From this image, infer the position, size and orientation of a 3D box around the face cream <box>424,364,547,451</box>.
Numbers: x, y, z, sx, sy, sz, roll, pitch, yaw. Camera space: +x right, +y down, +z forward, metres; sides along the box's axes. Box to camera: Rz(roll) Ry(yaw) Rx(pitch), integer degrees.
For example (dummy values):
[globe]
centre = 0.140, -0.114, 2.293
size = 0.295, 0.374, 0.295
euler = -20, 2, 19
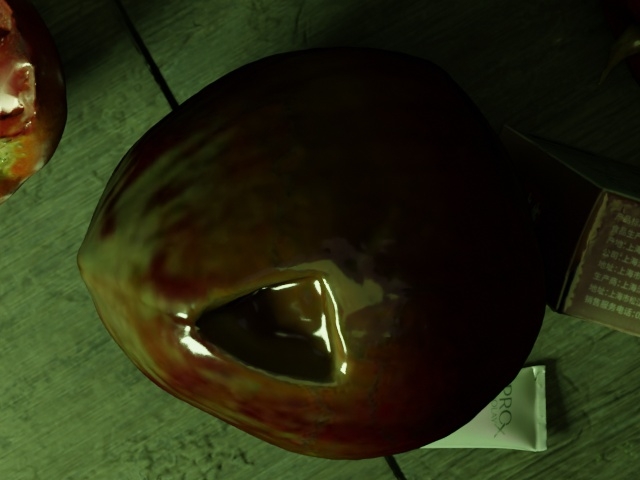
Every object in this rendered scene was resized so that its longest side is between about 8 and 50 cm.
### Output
[face cream]
centre = 0.121, 0.183, 1.893
size = 0.244, 0.058, 0.092
euler = -3, 97, -15

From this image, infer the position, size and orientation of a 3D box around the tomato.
[tomato]
centre = -0.319, -0.132, 1.700
size = 0.233, 0.140, 0.200
euler = -42, 71, 21

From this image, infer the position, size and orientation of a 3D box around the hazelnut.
[hazelnut]
centre = 0.000, 0.000, 1.639
size = 0.402, 0.429, 0.402
euler = -4, 106, -15

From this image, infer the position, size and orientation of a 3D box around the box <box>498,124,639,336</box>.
[box]
centre = 0.371, 0.025, 1.748
size = 0.385, 0.344, 0.122
euler = 17, 100, -12

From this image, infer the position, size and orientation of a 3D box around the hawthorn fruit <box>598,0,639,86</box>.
[hawthorn fruit]
centre = 0.393, -0.258, 1.754
size = 0.262, 0.258, 0.258
euler = -19, 106, 24
